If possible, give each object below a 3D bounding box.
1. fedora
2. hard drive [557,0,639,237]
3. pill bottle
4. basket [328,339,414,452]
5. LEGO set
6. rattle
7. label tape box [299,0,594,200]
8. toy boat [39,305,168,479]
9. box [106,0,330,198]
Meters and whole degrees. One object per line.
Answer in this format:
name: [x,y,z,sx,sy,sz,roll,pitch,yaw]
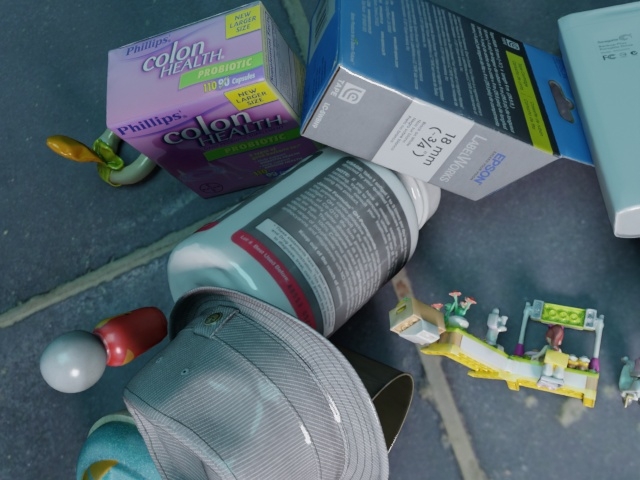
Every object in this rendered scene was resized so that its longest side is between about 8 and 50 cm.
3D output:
fedora: [-0.085,0.171,0.598,0.276,0.243,0.124,15,36,42]
hard drive: [0.404,-0.155,0.706,0.233,0.047,0.353,-6,46,14]
pill bottle: [0.000,0.000,0.749,0.176,0.176,0.318,29,48,27]
basket: [-0.036,0.189,0.779,0.227,0.154,0.204,29,95,31]
LEGO set: [0.216,0.098,0.721,0.287,0.132,0.107,17,71,3]
rattle: [-0.294,-0.182,1.017,0.200,0.143,0.130,-26,46,17]
label tape box: [0.151,-0.174,0.781,0.334,0.106,0.240,18,45,-15]
toy boat: [-0.220,0.239,0.763,0.268,0.148,0.318,-1,105,38]
box: [-0.124,-0.172,0.885,0.214,0.243,0.117,-12,67,16]
